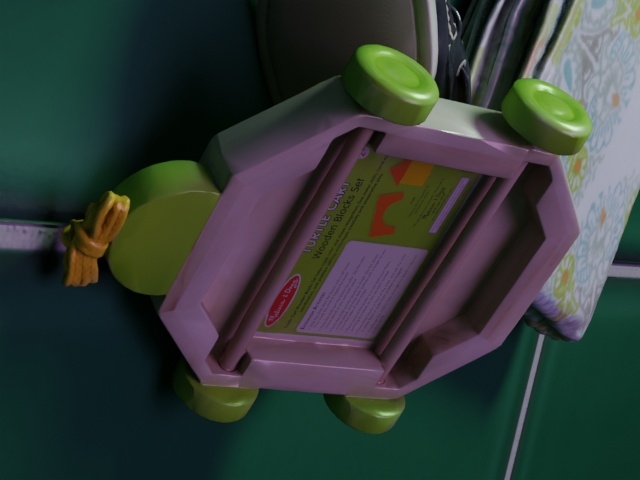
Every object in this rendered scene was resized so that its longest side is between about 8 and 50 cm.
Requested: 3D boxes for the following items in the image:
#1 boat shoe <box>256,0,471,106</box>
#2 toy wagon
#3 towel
[{"bbox_3d":[0.045,-0.108,1.043,0.113,0.127,0.340,-51,145,-39],"label":"boat shoe"},{"bbox_3d":[0.000,0.000,0.966,0.344,0.068,0.267,9,127,-33],"label":"toy wagon"},{"bbox_3d":[0.207,-0.106,1.377,0.374,0.090,0.320,37,75,-60],"label":"towel"}]
